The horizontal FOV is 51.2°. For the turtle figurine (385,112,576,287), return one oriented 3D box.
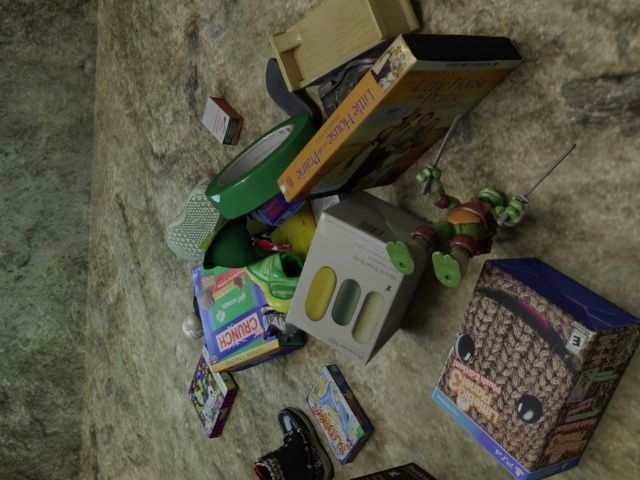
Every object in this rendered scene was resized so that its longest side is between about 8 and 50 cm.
[{"bbox_3d":[0.238,-0.065,1.137,0.198,0.266,0.274,38,145,10],"label":"turtle figurine"}]

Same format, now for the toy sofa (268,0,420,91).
[{"bbox_3d":[0.061,-0.476,1.520,0.363,0.177,0.150,-14,99,53],"label":"toy sofa"}]

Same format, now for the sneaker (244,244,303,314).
[{"bbox_3d":[-0.098,0.080,1.653,0.123,0.109,0.295,-55,35,7],"label":"sneaker"}]

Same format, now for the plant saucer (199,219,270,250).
[{"bbox_3d":[-0.226,-0.014,1.856,0.045,0.188,0.188,67,156,6],"label":"plant saucer"}]

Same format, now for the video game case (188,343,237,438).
[{"bbox_3d":[-0.359,0.494,2.196,0.210,0.042,0.232,52,131,41],"label":"video game case"}]

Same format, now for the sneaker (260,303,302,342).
[{"bbox_3d":[-0.042,0.205,1.668,0.224,0.083,0.098,-4,84,25],"label":"sneaker"}]

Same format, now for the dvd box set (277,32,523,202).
[{"bbox_3d":[0.141,-0.222,1.263,0.420,0.308,0.062,-43,68,45],"label":"dvd box set"}]

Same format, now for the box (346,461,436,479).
[{"bbox_3d":[0.154,0.581,1.352,0.169,0.203,0.166,22,108,52],"label":"box"}]

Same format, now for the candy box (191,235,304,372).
[{"bbox_3d":[-0.209,0.184,1.862,0.268,0.122,0.317,-27,70,32],"label":"candy box"}]

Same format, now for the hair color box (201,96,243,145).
[{"bbox_3d":[-0.309,-0.376,2.096,0.167,0.054,0.093,48,127,44],"label":"hair color box"}]

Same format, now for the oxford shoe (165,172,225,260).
[{"bbox_3d":[-0.384,-0.067,2.159,0.449,0.169,0.130,-49,11,52],"label":"oxford shoe"}]

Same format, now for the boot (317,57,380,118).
[{"bbox_3d":[0.094,-0.276,1.530,0.263,0.091,0.228,-22,78,56],"label":"boot"}]

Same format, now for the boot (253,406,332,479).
[{"bbox_3d":[-0.096,0.534,1.716,0.236,0.179,0.085,50,129,40],"label":"boot"}]

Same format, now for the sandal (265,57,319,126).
[{"bbox_3d":[-0.073,-0.384,1.780,0.254,0.055,0.097,57,141,23],"label":"sandal"}]

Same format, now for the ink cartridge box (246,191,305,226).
[{"bbox_3d":[-0.108,-0.127,1.678,0.186,0.065,0.311,-46,24,-12],"label":"ink cartridge box"}]

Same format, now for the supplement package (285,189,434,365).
[{"bbox_3d":[0.089,0.071,1.376,0.199,0.198,0.262,28,117,17],"label":"supplement package"}]

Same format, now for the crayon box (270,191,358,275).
[{"bbox_3d":[0.000,0.000,1.654,0.318,0.081,0.202,-38,60,47],"label":"crayon box"}]

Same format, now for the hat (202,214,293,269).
[{"bbox_3d":[-0.171,0.047,1.655,0.184,0.208,0.172,33,88,11],"label":"hat"}]

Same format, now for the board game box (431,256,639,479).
[{"bbox_3d":[0.352,0.208,1.121,0.232,0.141,0.290,39,121,47],"label":"board game box"}]

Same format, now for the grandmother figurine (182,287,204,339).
[{"bbox_3d":[-0.364,0.181,2.151,0.342,0.104,0.207,-63,36,29],"label":"grandmother figurine"}]

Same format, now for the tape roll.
[{"bbox_3d":[-0.137,-0.184,1.642,0.077,0.321,0.321,51,150,-20],"label":"tape roll"}]

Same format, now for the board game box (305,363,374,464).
[{"bbox_3d":[0.044,0.426,1.644,0.201,0.035,0.136,55,132,38],"label":"board game box"}]
